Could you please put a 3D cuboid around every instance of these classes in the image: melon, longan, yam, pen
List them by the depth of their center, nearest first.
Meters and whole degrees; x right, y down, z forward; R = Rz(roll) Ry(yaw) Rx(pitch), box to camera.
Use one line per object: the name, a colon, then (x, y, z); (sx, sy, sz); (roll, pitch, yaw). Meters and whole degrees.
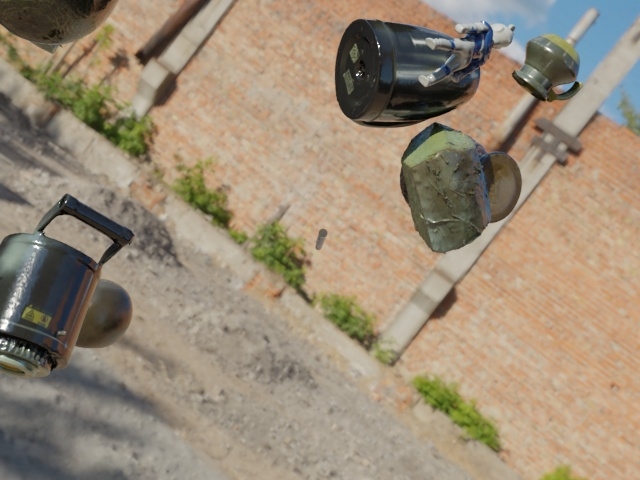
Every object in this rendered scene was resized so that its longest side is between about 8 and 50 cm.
melon: (-0.437, -0.470, 1.347); (0.238, 0.301, 0.237); (6, -28, 3)
yam: (0.300, -0.133, 1.962); (0.271, 0.201, 0.202); (63, 0, -30)
longan: (-0.591, 0.192, 2.140); (0.198, 0.198, 0.212); (38, 8, 18)
pen: (0.000, 0.000, 2.260); (0.025, 0.025, 0.204); (37, -12, 4)

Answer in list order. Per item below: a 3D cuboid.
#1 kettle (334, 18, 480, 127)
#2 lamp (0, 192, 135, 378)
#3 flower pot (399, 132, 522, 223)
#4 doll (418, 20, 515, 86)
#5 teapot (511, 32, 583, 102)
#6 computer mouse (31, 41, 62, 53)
kettle: (0.210, -0.367, 1.937); (0.324, 0.321, 0.228); (-2, 60, -24)
lamp: (-0.552, 0.127, 1.588); (0.205, 0.374, 0.272); (34, 38, -36)
flower pot: (0.396, -0.163, 2.255); (0.267, 0.266, 0.267); (36, -5, -32)
doll: (0.276, -0.354, 1.506); (0.057, 0.227, 0.114); (42, -36, 39)
teapot: (0.488, -0.356, 1.733); (0.166, 0.119, 0.130); (36, 10, -29)
computer mouse: (-0.715, -0.534, 2.042); (0.181, 0.056, 0.089); (47, 34, -57)
